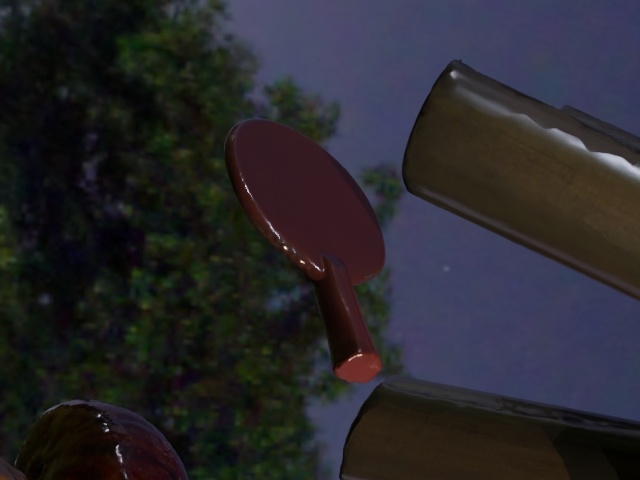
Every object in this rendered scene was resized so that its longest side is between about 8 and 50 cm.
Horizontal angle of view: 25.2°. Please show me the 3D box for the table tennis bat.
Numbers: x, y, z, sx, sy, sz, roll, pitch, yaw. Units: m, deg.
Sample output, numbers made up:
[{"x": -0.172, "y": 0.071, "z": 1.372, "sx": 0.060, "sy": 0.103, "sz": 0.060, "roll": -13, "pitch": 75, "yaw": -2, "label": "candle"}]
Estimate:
[{"x": 0.000, "y": 0.000, "z": 0.677, "sx": 0.019, "sy": 0.098, "sz": 0.154, "roll": -43, "pitch": -135, "yaw": 29, "label": "table tennis bat"}]

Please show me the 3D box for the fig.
[{"x": -0.168, "y": 0.222, "z": 1.203, "sx": 0.149, "sy": 0.202, "sz": 0.148, "roll": -50, "pitch": 160, "yaw": -74, "label": "fig"}]

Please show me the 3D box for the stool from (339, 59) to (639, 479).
[{"x": 0.176, "y": 0.005, "z": 0.657, "sx": 0.226, "sy": 0.310, "sz": 0.310, "roll": 27, "pitch": -36, "yaw": 15, "label": "stool"}]

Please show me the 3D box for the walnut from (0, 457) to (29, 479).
[{"x": -0.219, "y": 0.210, "z": 0.852, "sx": 0.144, "sy": 0.144, "sz": 0.180, "roll": -28, "pitch": -98, "yaw": 52, "label": "walnut"}]
